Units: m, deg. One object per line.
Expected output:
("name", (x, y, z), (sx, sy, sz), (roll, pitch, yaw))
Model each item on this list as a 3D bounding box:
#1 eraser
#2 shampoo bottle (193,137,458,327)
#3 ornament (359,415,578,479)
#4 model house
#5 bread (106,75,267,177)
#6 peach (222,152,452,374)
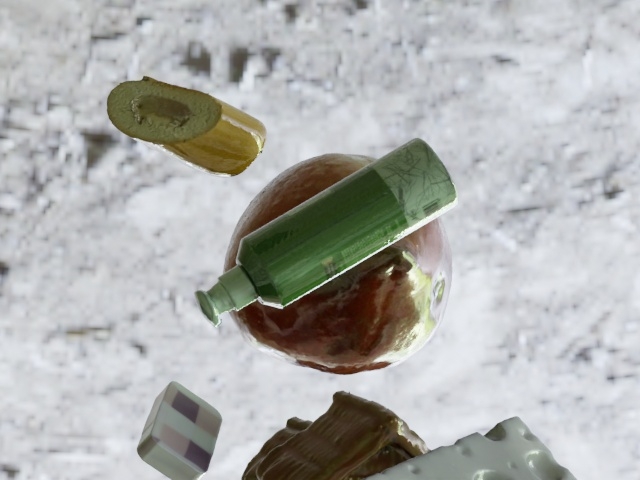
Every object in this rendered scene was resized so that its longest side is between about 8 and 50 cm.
("eraser", (-0.127, 0.176, 1.579), (0.065, 0.105, 0.026), (38, 114, -13))
("shampoo bottle", (0.000, 0.000, 1.268), (0.204, 0.065, 0.065), (-31, 146, -11))
("ornament", (0.124, 0.338, 1.500), (0.239, 0.240, 0.240), (-14, 144, -50))
("model house", (0.035, 0.284, 1.996), (0.219, 0.229, 0.199), (1, -171, -19))
("bread", (-0.090, -0.078, 1.190), (0.103, 0.049, 0.062), (25, 167, -32))
("peach", (0.027, 0.025, 1.710), (0.232, 0.232, 0.257), (15, 178, -23))
